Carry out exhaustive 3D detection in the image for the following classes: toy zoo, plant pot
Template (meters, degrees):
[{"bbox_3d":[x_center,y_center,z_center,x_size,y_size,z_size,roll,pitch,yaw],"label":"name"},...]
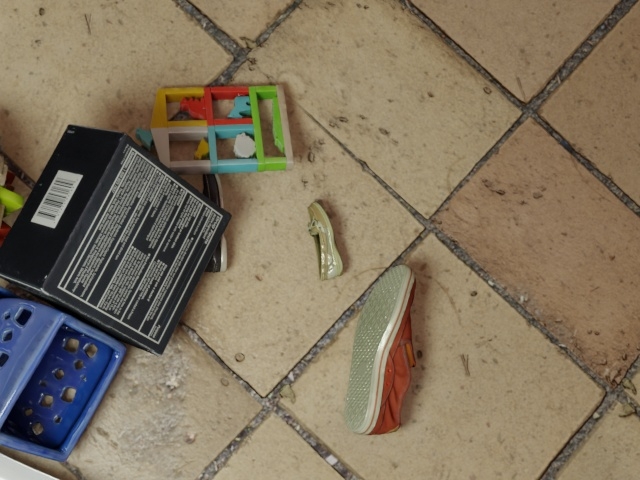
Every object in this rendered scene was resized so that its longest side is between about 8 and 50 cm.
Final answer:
[{"bbox_3d":[-0.207,-0.213,1.939,0.294,0.030,0.192,-3,60,-9],"label":"toy zoo"},{"bbox_3d":[-0.513,0.216,1.728,0.212,0.236,0.235,23,77,25],"label":"plant pot"}]

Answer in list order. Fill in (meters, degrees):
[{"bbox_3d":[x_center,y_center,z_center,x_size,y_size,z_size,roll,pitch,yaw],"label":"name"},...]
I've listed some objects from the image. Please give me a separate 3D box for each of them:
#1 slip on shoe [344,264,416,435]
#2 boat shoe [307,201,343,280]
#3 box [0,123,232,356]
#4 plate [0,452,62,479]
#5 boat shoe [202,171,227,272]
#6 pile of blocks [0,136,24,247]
[{"bbox_3d":[0.130,0.208,1.908,0.101,0.123,0.331,18,76,-28],"label":"slip on shoe"},{"bbox_3d":[0.000,0.001,1.950,0.048,0.056,0.152,-17,90,-16],"label":"boat shoe"},{"bbox_3d":[-0.360,0.003,1.761,0.294,0.183,0.296,40,71,-45],"label":"box"},{"bbox_3d":[-0.557,0.502,1.683,0.277,0.045,0.278,25,70,-2],"label":"plate"},{"bbox_3d":[-0.217,-0.040,1.915,0.065,0.075,0.206,-4,85,-12],"label":"boat shoe"},{"bbox_3d":[-0.576,-0.110,1.778,0.113,0.362,0.149,28,118,-39],"label":"pile of blocks"}]
